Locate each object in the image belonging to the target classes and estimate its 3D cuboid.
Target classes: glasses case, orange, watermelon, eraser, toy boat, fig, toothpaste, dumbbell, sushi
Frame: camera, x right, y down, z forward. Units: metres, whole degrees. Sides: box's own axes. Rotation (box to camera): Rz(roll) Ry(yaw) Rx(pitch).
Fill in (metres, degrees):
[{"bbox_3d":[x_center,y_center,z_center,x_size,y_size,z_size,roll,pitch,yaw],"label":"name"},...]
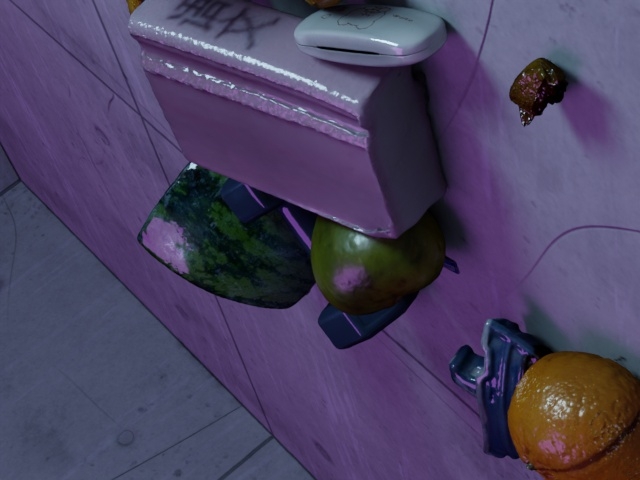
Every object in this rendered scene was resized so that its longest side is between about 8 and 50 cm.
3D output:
[{"bbox_3d":[0.052,-0.224,1.511,0.193,0.074,0.049,13,134,44],"label":"glasses case"},{"bbox_3d":[0.314,0.223,1.664,0.193,0.161,0.193,36,165,12],"label":"orange"},{"bbox_3d":[-0.090,-0.061,2.215,0.283,0.292,0.250,40,129,-13],"label":"watermelon"},{"bbox_3d":[-0.040,-0.160,1.716,0.359,0.122,0.272,24,151,29],"label":"eraser"},{"bbox_3d":[0.244,0.201,1.854,0.142,0.129,0.309,25,150,28],"label":"toy boat"},{"bbox_3d":[0.072,0.001,1.835,0.181,0.181,0.191,90,157,-65],"label":"fig"},{"bbox_3d":[0.159,0.024,1.922,0.083,0.015,0.024,28,151,42],"label":"toothpaste"},{"bbox_3d":[0.000,0.000,2.042,0.316,0.143,0.156,53,-153,-5],"label":"dumbbell"},{"bbox_3d":[0.213,-0.146,1.340,0.047,0.050,0.099,54,171,14],"label":"sushi"}]

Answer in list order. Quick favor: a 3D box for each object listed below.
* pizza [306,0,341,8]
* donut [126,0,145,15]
[{"bbox_3d":[-0.055,-0.385,1.527,0.297,0.071,0.189,56,-179,-1],"label":"pizza"},{"bbox_3d":[-0.249,-0.394,1.962,0.174,0.074,0.190,-114,11,-45],"label":"donut"}]
